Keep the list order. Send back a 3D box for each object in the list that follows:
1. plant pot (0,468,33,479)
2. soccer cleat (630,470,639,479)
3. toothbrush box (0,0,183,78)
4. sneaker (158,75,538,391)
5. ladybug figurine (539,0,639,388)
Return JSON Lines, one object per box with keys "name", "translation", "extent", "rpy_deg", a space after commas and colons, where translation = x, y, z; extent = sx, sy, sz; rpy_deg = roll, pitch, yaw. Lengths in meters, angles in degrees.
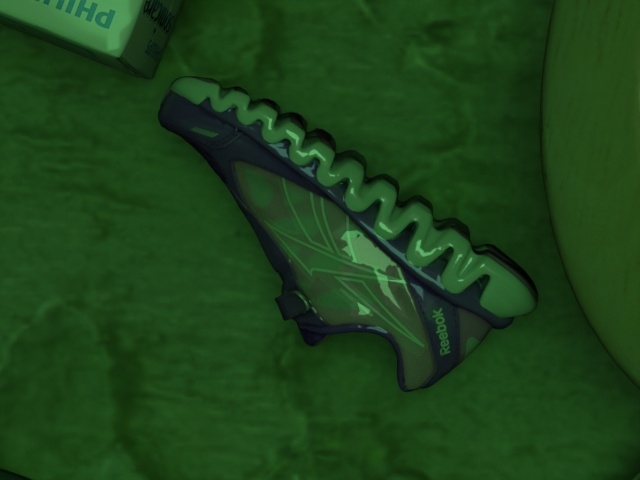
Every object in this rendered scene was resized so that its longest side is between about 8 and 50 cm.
{"name": "plant pot", "translation": [-0.228, 0.270, 1.025], "extent": [0.290, 0.195, 0.290], "rpy_deg": [0, 89, 2]}
{"name": "soccer cleat", "translation": [0.178, 0.162, 1.058], "extent": [0.068, 0.076, 0.196], "rpy_deg": [37, 86, 14]}
{"name": "toothbrush box", "translation": [-0.145, -0.265, 1.069], "extent": [0.216, 0.126, 0.296], "rpy_deg": [23, 91, 4]}
{"name": "sneaker", "translation": [0.000, 0.000, 1.075], "extent": [0.236, 0.095, 0.104], "rpy_deg": [35, 98, 2]}
{"name": "ladybug figurine", "translation": [0.272, -0.098, 1.017], "extent": [0.305, 0.162, 0.449], "rpy_deg": [22, 86, 6]}
